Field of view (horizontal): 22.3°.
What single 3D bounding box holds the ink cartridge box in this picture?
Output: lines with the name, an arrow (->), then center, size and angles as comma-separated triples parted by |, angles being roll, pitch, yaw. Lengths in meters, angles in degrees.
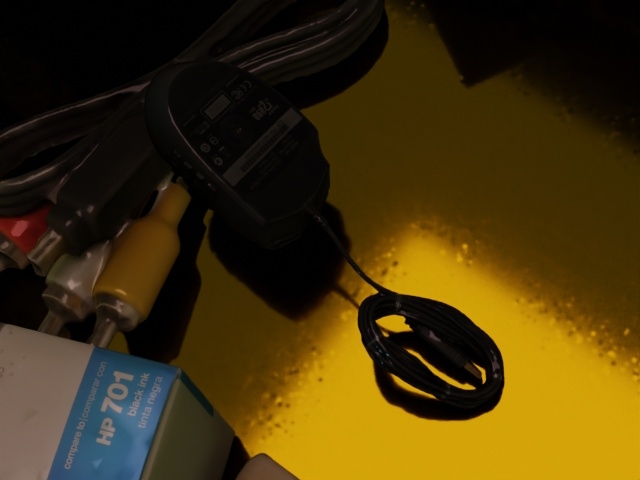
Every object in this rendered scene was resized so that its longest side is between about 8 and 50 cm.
ink cartridge box -> -0.153, 0.093, 0.802 | 0.191, 0.139, 0.082 | 15, 73, 12

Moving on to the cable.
cable -> -0.086, -0.063, 0.913 | 0.139, 0.072, 0.287 | 29, 63, 29

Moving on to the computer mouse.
computer mouse -> 0.000, 0.000, 0.846 | 0.242, 0.041, 0.071 | 47, 57, 0

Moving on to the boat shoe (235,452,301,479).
boat shoe -> 0.075, 0.197, 0.755 | 0.302, 0.109, 0.098 | 24, 76, 21
